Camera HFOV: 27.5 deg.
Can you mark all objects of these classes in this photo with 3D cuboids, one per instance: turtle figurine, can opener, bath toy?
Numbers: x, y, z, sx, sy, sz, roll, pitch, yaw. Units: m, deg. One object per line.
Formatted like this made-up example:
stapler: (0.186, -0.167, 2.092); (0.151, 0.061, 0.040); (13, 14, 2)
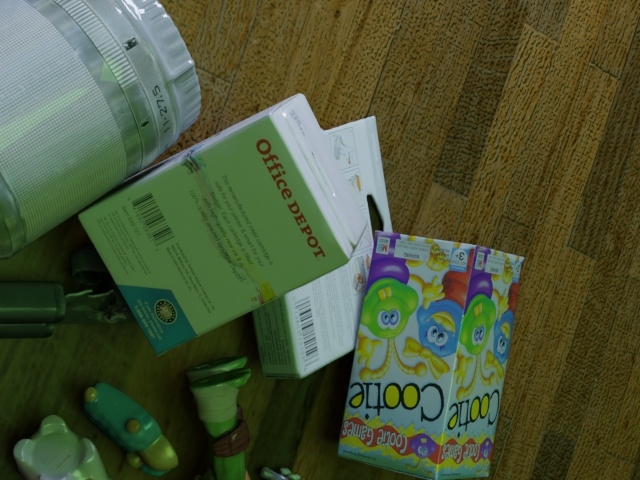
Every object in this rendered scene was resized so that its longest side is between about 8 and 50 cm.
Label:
turtle figurine: (-0.051, 0.265, 1.482); (0.198, 0.275, 0.266); (-27, 106, -63)
can opener: (-0.306, 0.052, 1.392); (0.283, 0.076, 0.095); (2, 61, -31)
bath toy: (-0.311, 0.311, 1.371); (0.151, 0.129, 0.348); (41, 63, 19)

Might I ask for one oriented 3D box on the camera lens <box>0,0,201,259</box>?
camera lens: (-0.285, -0.129, 1.290); (0.274, 0.219, 0.219); (-37, 111, -24)

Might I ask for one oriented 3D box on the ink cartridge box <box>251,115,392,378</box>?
ink cartridge box: (0.000, 0.000, 1.571); (0.239, 0.060, 0.275); (-22, 106, -54)

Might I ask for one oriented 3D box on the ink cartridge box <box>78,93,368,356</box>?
ink cartridge box: (-0.093, -0.022, 1.371); (0.233, 0.168, 0.171); (-25, 99, 14)

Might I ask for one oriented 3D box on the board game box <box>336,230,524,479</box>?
board game box: (0.136, 0.139, 1.588); (0.144, 0.142, 0.275); (11, 88, -56)
